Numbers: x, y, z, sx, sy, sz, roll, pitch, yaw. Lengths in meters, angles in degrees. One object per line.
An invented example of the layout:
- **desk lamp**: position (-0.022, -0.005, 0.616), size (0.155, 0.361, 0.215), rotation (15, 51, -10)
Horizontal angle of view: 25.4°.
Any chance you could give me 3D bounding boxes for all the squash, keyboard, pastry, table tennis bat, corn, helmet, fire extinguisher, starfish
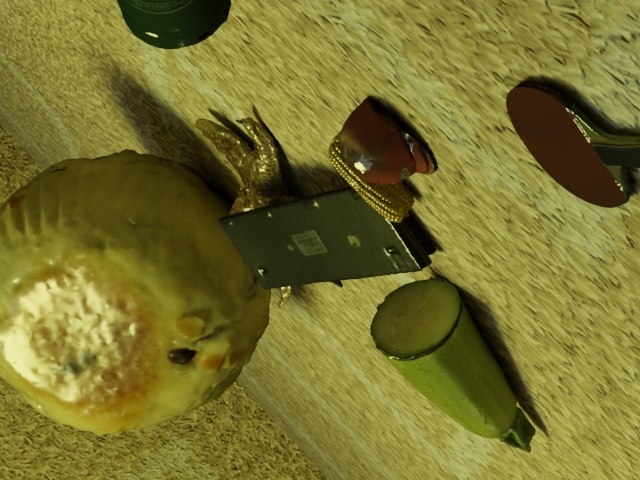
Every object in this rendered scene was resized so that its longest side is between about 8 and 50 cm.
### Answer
- **squash**: position (0.144, 0.136, 1.353), size (0.224, 0.094, 0.094), rotation (49, 170, -34)
- **keyboard**: position (0.000, 0.000, 1.382), size (0.106, 0.027, 0.317), rotation (56, 153, -14)
- **pastry**: position (-0.256, 0.061, 1.861), size (0.388, 0.389, 0.312), rotation (54, -162, -22)
- **table tennis bat**: position (0.159, -0.056, 0.848), size (0.095, 0.014, 0.158), rotation (54, 169, -16)
- **corn**: position (0.043, -0.054, 1.207), size (0.092, 0.037, 0.037), rotation (46, 168, 4)
- **helmet**: position (0.045, -0.068, 1.120), size (0.084, 0.049, 0.065), rotation (42, 165, 30)
- **fire extinguisher**: position (-0.122, -0.253, 1.054), size (0.115, 0.095, 0.311), rotation (7, 160, 7)
- **starfish**: position (-0.068, -0.048, 1.546), size (0.236, 0.062, 0.277), rotation (41, 157, 39)
